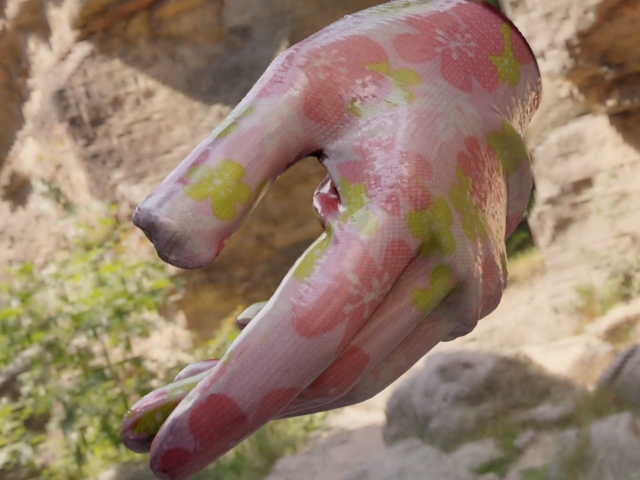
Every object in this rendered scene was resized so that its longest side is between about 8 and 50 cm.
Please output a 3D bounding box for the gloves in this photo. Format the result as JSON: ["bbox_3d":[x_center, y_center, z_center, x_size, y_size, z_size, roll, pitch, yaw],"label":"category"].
[{"bbox_3d":[0.011,0.003,0.561,0.126,0.145,0.241,16,57,16],"label":"gloves"}]
